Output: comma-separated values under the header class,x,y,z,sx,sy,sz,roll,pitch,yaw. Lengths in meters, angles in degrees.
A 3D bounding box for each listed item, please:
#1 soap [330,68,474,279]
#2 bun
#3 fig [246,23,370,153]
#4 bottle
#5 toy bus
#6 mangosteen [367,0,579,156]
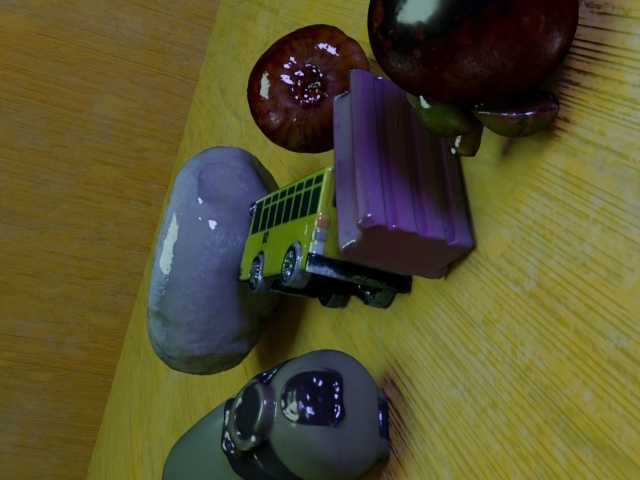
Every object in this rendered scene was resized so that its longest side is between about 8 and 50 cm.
class,x,y,z,sx,sy,sz,roll,pitch,yaw
soap,0.076,-0.069,0.746,0.065,0.122,0.203,128,149,-48
bun,-0.146,0.033,1.131,0.354,0.194,0.354,-170,90,-85
fig,-0.015,-0.205,1.043,0.207,0.175,0.175,-129,53,-83
bottle,-0.053,0.235,0.837,0.347,0.169,0.168,-48,35,48
toy bus,0.000,0.000,0.897,0.262,0.128,0.150,167,115,-66
mangosteen,0.129,-0.168,0.634,0.200,0.200,0.199,-167,90,-70
